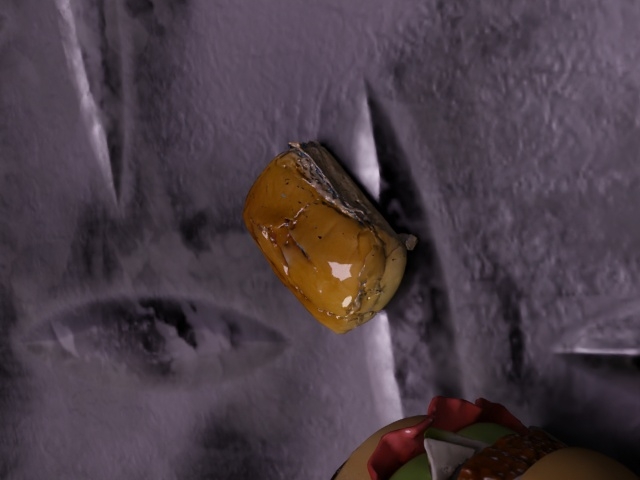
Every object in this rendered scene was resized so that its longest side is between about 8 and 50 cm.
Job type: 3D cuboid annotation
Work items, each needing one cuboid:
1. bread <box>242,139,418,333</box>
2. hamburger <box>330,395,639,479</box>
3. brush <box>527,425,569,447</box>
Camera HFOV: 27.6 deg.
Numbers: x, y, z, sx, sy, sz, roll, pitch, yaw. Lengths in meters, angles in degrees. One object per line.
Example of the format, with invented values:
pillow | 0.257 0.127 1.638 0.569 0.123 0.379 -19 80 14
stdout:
bread | 0.000 0.000 0.741 0.106 0.053 0.072 53 126 30
hamburger | 0.086 0.156 0.578 0.137 0.175 0.175 3 101 42
brush | 0.207 0.189 0.588 0.321 0.050 0.060 37 126 42
